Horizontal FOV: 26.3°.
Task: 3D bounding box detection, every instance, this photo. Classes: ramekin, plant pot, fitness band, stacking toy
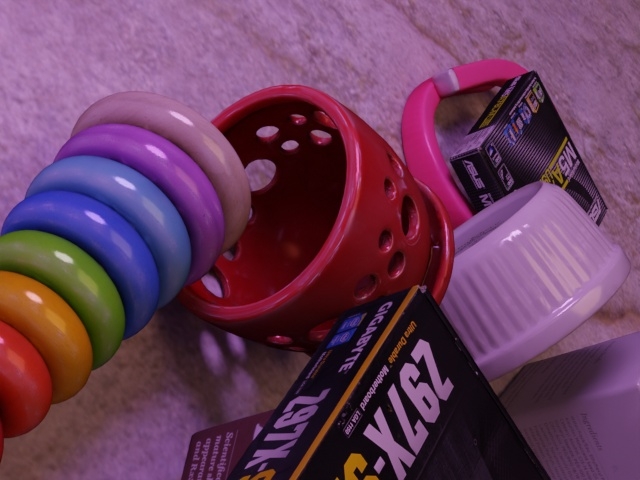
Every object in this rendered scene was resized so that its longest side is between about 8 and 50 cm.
[{"bbox_3d":[0.168,0.035,1.254,0.109,0.207,0.207,55,37,-5],"label":"ramekin"},{"bbox_3d":[0.000,0.000,1.056,0.174,0.191,0.191,31,50,-45],"label":"plant pot"},{"bbox_3d":[0.189,-0.089,1.468,0.291,0.054,0.209,-19,88,-54],"label":"fitness band"},{"bbox_3d":[-0.173,0.043,0.862,0.141,0.141,0.330,55,41,-19],"label":"stacking toy"}]

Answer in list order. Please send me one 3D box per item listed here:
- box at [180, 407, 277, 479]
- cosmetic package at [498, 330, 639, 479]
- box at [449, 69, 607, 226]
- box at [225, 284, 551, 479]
[{"bbox_3d":[0.057,0.297,1.019,0.381,0.143,0.191,42,45,-34],"label":"box"},{"bbox_3d":[0.283,0.192,1.334,0.151,0.183,0.151,-37,102,-53],"label":"cosmetic package"},{"bbox_3d":[0.220,-0.056,1.416,0.184,0.045,0.191,58,38,-15],"label":"box"},{"bbox_3d":[0.047,0.221,0.869,0.257,0.079,0.322,55,39,-15],"label":"box"}]
